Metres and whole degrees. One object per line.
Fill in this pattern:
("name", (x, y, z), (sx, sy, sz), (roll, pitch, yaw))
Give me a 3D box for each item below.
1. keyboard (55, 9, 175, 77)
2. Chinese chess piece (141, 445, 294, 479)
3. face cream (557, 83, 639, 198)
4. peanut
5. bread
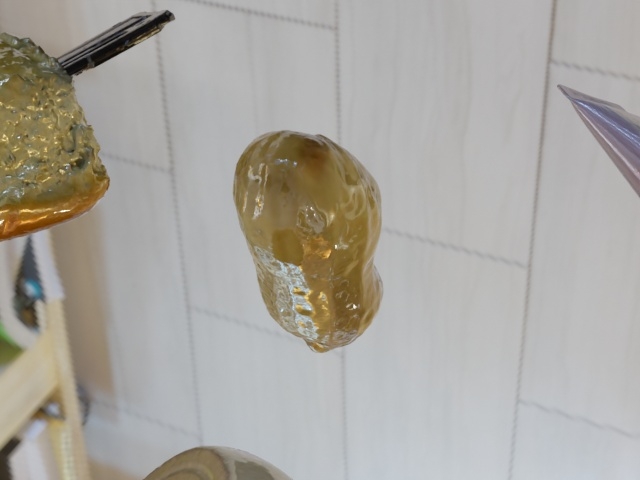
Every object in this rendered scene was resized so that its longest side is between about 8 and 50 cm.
("keyboard", (-0.268, -0.167, 1.316), (0.106, 0.262, 0.016), (14, 133, 60))
("Chinese chess piece", (-0.129, 0.350, 1.182), (0.140, 0.338, 0.338), (36, 137, -19))
("face cream", (0.394, -0.086, 1.523), (0.096, 0.154, 0.274), (-55, 53, 26))
("peanut", (0.000, 0.000, 1.271), (0.147, 0.148, 0.319), (16, 153, 21))
("bread", (-0.260, -0.072, 0.918), (0.245, 0.174, 0.121), (28, 134, 48))
